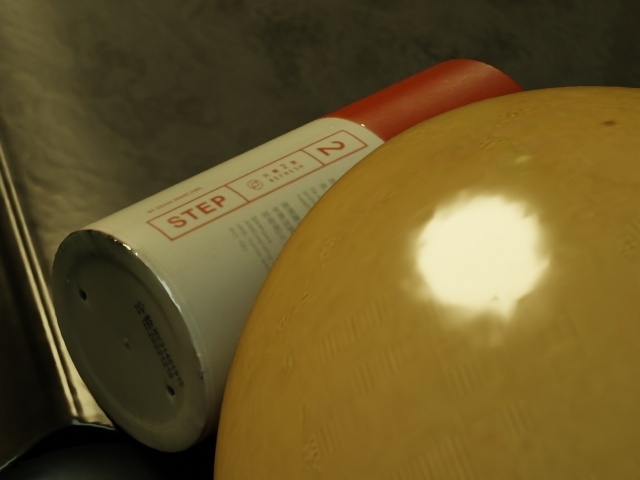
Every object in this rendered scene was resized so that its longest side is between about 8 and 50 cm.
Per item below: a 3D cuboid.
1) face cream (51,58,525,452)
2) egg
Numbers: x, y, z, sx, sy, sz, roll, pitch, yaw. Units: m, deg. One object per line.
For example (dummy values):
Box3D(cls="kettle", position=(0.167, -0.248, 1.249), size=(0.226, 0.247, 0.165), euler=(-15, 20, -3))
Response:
Box3D(cls="face cream", position=(0.000, 0.000, 0.721), size=(0.214, 0.096, 0.096), euler=(-28, 71, -36))
Box3D(cls="egg", position=(0.119, 0.119, 0.557), size=(0.301, 0.301, 0.374), euler=(-8, 51, -28))
